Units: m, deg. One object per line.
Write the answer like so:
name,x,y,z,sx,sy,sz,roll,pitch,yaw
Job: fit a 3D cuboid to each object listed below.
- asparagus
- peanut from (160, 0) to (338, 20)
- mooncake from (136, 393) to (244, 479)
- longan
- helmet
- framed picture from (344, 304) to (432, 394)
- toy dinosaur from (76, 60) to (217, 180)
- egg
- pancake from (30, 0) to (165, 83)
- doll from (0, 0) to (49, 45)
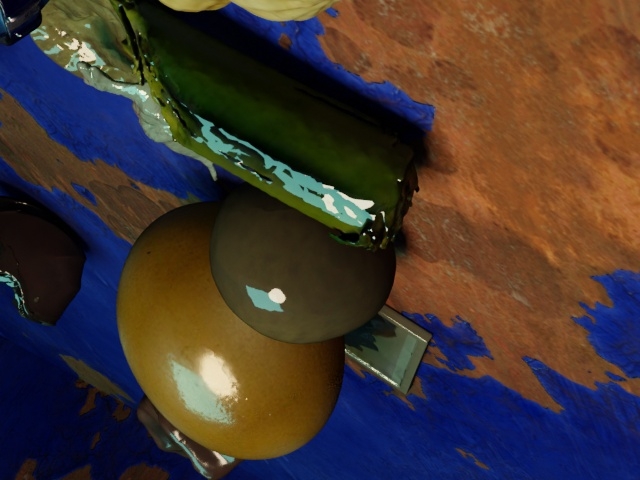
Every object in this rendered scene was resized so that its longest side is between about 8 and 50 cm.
asparagus,-0.075,-0.124,1.248,0.381,0.128,0.108,30,-159,9
peanut,-0.062,-0.240,0.965,0.305,0.147,0.147,18,154,49
mooncake,-0.160,0.225,1.947,0.174,0.334,0.326,42,-160,-14
longan,-0.023,0.021,1.421,0.220,0.197,0.196,32,161,0
helmet,-0.566,0.014,2.326,0.305,0.177,0.225,47,167,-14
framed picture,0.063,0.130,1.786,0.192,0.018,0.265,33,161,11
toy dinosaur,-0.179,-0.135,1.456,0.167,0.053,0.242,14,163,10
egg,-0.114,0.116,1.619,0.351,0.282,0.282,59,163,10
pancake,-0.243,-0.246,1.385,0.241,0.050,0.242,19,157,9
doll,-0.354,-0.319,1.135,0.284,0.240,0.310,39,161,40
